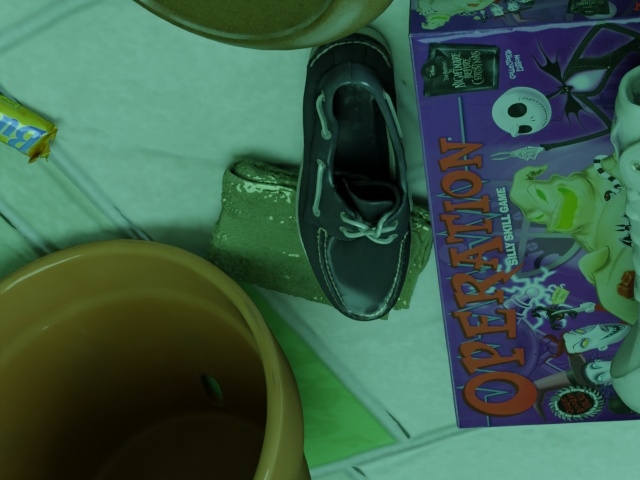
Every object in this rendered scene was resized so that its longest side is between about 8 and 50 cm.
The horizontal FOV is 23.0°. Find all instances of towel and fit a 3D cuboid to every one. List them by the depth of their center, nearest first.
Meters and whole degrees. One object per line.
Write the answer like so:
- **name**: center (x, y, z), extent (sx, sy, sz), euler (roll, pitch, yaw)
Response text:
- **towel**: center (0.000, 0.000, 1.059), extent (0.148, 0.027, 0.110), euler (13, 136, -4)

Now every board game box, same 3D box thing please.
- **board game box**: center (0.174, -0.011, 0.988), extent (0.208, 0.056, 0.346), euler (-1, 134, 11)

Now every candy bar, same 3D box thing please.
- **candy bar**: center (-0.244, -0.097, 1.020), extent (0.161, 0.018, 0.040), euler (28, 133, -15)

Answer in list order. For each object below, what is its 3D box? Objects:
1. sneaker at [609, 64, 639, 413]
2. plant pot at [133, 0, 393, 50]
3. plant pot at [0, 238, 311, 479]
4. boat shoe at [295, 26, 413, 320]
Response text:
- **sneaker**: center (0.219, -0.024, 0.888), extent (0.152, 0.114, 0.305), euler (27, 133, 4)
- **plant pot**: center (-0.064, -0.185, 0.835), extent (0.236, 0.032, 0.236), euler (20, 145, 15)
- **plant pot**: center (-0.129, 0.174, 1.101), extent (0.291, 0.290, 0.203), euler (-7, 148, 18)
- **boat shoe**: center (0.020, -0.028, 0.972), extent (0.075, 0.065, 0.206), euler (-3, 121, 1)
